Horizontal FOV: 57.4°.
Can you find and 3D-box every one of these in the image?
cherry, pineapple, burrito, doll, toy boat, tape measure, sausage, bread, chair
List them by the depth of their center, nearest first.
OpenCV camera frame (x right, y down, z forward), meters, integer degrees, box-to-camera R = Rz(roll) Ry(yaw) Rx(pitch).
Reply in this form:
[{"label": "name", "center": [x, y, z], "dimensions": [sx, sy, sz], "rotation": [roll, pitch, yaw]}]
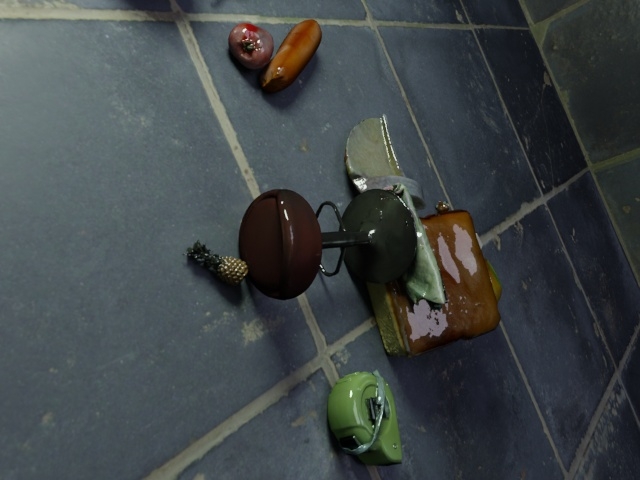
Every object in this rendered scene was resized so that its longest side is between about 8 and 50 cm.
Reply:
[{"label": "pineapple", "center": [-0.199, 0.038, 1.108], "dimensions": [0.124, 0.058, 0.058], "rotation": [35, 50, -24]}, {"label": "chair", "center": [0.000, 0.000, 1.202], "dimensions": [0.401, 0.226, 0.226], "rotation": [-4, 76, -49]}, {"label": "tape measure", "center": [0.096, 0.366, 1.232], "dimensions": [0.175, 0.106, 0.200], "rotation": [24, 55, -43]}, {"label": "burrito", "center": [0.207, 0.014, 1.328], "dimensions": [0.066, 0.096, 0.309], "rotation": [-6, 73, -45]}, {"label": "cherry", "center": [-0.155, -0.443, 1.344], "dimensions": [0.106, 0.087, 0.126], "rotation": [64, 22, 6]}, {"label": "sausage", "center": [-0.066, -0.458, 1.446], "dimensions": [0.083, 0.089, 0.300], "rotation": [51, 43, -28]}, {"label": "bread", "center": [0.270, 0.099, 1.463], "dimensions": [0.324, 0.143, 0.333], "rotation": [-12, 81, -29]}, {"label": "toy boat", "center": [0.151, -0.189, 1.563], "dimensions": [0.276, 0.111, 0.293], "rotation": [-20, 75, -49]}, {"label": "doll", "center": [0.388, -0.081, 1.809], "dimensions": [0.058, 0.040, 0.085], "rotation": [7, 67, -57]}]

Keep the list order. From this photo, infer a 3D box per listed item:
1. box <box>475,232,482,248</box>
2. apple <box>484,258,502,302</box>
[{"label": "box", "center": [0.382, 0.049, 1.667], "dimensions": [0.051, 0.130, 0.129], "rotation": [56, 41, -21]}, {"label": "apple", "center": [0.442, 0.135, 1.686], "dimensions": [0.147, 0.146, 0.163], "rotation": [50, 19, -20]}]
